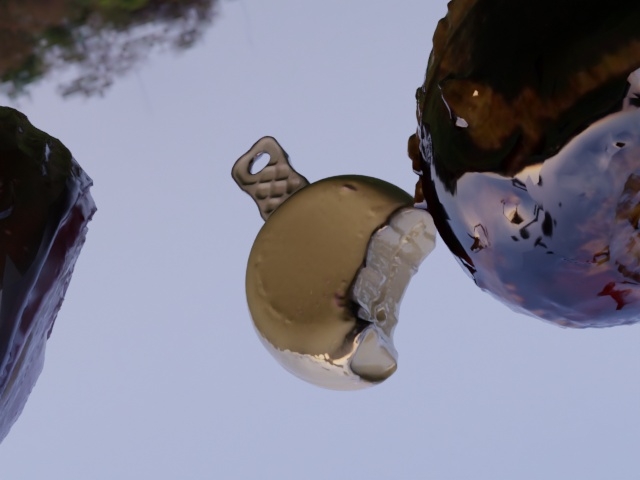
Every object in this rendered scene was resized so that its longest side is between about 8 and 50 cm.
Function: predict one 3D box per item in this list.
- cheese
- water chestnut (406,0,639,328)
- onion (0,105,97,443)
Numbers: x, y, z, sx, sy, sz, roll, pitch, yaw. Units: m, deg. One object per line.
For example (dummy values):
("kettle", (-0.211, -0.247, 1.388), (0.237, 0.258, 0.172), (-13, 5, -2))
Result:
("cheese", (-0.015, 0.013, 1.132), (0.249, 0.071, 0.163), (24, -102, 45))
("water chestnut", (0.194, -0.095, 0.936), (0.300, 0.300, 0.300), (-16, -162, 5))
("onion", (-0.225, 0.018, 0.678), (0.206, 0.207, 0.216), (20, -148, -6))
